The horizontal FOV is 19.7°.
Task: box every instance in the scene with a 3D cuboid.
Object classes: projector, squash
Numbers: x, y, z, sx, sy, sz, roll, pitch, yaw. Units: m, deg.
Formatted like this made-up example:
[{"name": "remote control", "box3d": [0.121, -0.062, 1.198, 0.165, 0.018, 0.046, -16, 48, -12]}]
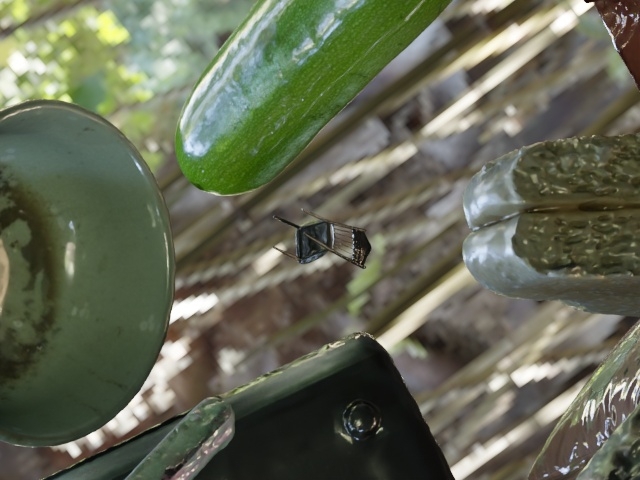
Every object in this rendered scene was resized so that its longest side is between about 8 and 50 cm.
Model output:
[{"name": "projector", "box3d": [-0.047, 0.337, 1.567, 0.405, 0.395, 0.242, 64, 169, 4]}, {"name": "squash", "box3d": [0.013, -0.151, 1.244, 0.101, 0.378, 0.101, 23, -134, -27]}]

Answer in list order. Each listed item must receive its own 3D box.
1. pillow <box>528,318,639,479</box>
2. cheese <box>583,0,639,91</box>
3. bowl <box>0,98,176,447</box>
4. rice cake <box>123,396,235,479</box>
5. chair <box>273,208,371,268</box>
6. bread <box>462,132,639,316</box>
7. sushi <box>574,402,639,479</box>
[{"name": "pillow", "box3d": [0.270, 0.086, 1.370, 0.084, 0.223, 0.236, 45, 147, 1]}, {"name": "cheese", "box3d": [0.252, -0.179, 1.320, 0.177, 0.128, 0.203, 37, -150, -54]}, {"name": "bowl", "box3d": [-0.272, 0.027, 1.576, 0.146, 0.289, 0.289, 0, 143, 41]}, {"name": "rice cake", "box3d": [-0.131, 0.186, 1.281, 0.033, 0.207, 0.033, 28, 146, 26]}, {"name": "chair", "box3d": [-0.001, 0.001, 1.541, 0.086, 0.042, 0.037, 22, -122, -43]}, {"name": "bread", "box3d": [0.249, -0.003, 1.183, 0.183, 0.337, 0.102, 118, 149, -71]}, {"name": "sushi", "box3d": [0.245, 0.162, 0.875, 0.212, 0.227, 0.215, 29, 144, 49]}]
